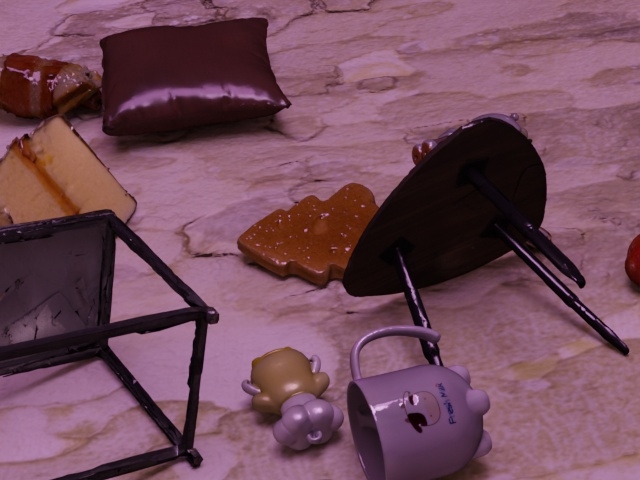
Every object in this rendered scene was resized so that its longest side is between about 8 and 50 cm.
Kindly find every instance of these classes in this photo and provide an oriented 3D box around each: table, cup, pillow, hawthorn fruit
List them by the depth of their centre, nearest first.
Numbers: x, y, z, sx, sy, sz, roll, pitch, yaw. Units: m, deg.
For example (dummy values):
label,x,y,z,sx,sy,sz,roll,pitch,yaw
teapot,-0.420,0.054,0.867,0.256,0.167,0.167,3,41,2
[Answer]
label,x,y,z,sx,sy,sz,roll,pitch,yaw
table,-0.337,0.140,1.533,0.335,0.222,0.272,-11,34,-34
cup,0.111,0.198,1.539,0.142,0.134,0.173,-14,43,-13
table,0.227,0.040,1.643,0.317,0.317,0.249,-20,54,-18
hawthorn fruit,0.452,0.022,1.769,0.093,0.093,0.093,-3,37,2
pillow,-0.219,-0.280,2.223,0.305,0.108,0.308,-8,37,-6

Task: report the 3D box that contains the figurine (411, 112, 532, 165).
label,x,y,z,sx,sy,sz,roll,pitch,yaw
figurine,0.232,-0.134,1.979,0.197,0.094,0.147,-22,3,-29

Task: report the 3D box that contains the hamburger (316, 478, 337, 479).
label,x,y,z,sx,sy,sz,roll,pitch,yaw
hamburger,-0.012,0.311,1.479,0.121,0.054,0.084,-24,42,-12

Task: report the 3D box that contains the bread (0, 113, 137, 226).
label,x,y,z,sx,sy,sz,roll,pitch,yaw
bread,-0.379,-0.065,1.906,0.135,0.178,0.240,9,37,19

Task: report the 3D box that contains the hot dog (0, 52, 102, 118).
label,x,y,z,sx,sy,sz,roll,pitch,yaw
hot dog,-0.474,-0.256,2.237,0.213,0.103,0.146,12,18,7

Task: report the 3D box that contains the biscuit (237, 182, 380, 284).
label,x,y,z,sx,sy,sz,roll,pitch,yaw
biscuit,0.000,0.000,1.891,0.238,0.041,0.212,-6,43,-1

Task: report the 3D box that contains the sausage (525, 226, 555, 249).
label,x,y,z,sx,sy,sz,roll,pitch,yaw
sausage,0.241,-0.049,1.931,0.033,0.033,0.269,-30,44,-29

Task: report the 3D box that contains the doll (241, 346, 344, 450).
label,x,y,z,sx,sy,sz,roll,pitch,yaw
doll,-0.033,0.193,1.625,0.106,0.062,0.162,-19,39,-11
